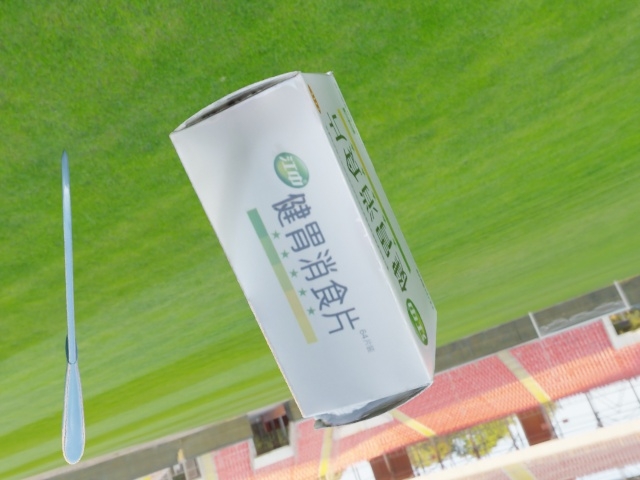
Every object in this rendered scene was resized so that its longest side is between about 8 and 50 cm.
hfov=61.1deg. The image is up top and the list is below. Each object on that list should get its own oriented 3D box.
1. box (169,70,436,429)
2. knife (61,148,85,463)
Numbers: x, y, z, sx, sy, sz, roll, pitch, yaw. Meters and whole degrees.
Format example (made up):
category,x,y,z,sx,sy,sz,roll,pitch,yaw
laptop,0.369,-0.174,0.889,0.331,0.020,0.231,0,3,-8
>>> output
category,x,y,z,sx,sy,sz,roll,pitch,yaw
box,0.001,0.002,0.574,0.145,0.333,0.173,-21,-170,19
knife,-0.187,0.072,0.408,0.019,0.044,0.313,-1,130,-25
